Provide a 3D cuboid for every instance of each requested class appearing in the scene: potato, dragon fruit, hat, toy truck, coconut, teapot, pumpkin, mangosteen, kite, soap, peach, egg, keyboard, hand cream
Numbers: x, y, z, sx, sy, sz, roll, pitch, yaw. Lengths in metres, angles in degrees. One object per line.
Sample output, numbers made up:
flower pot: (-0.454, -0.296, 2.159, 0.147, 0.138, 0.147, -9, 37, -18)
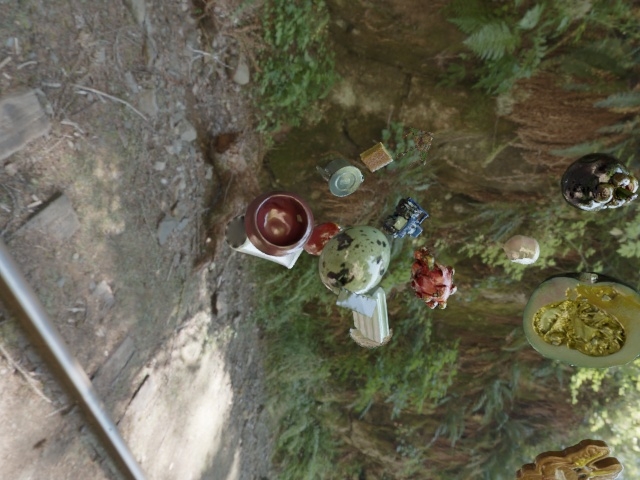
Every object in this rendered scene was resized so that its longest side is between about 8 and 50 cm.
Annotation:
potato: (0.282, 0.567, 2.451, 0.100, 0.261, 0.120, 135, -42, -77)
dragon fruit: (0.573, 0.200, 2.191, 0.243, 0.307, 0.227, -52, -173, 15)
hat: (-0.122, -0.048, 1.211, 0.089, 0.206, 0.205, -20, -128, 67)
toy truck: (0.311, -0.076, 1.503, 0.113, 0.126, 0.208, -54, 177, 25)
coconut: (0.731, 0.035, 1.534, 0.110, 0.125, 0.110, 8, 90, -84)
teapot: (0.098, -0.312, 1.957, 0.149, 0.239, 0.162, 60, -40, 44)
pumpkin: (0.760, 0.208, 1.199, 0.197, 0.293, 0.263, -10, 107, -55)
mangosteen: (1.222, -0.241, 1.819, 0.302, 0.275, 0.274, -129, -140, -55)
kite: (0.416, -0.410, 1.855, 0.244, 0.006, 0.197, -30, -108, 55)
soap: (0.257, 0.369, 2.173, 0.095, 0.173, 0.289, -31, 121, -39)
peach: (0.000, -0.005, 2.434, 0.158, 0.268, 0.154, -85, 153, -42)
egg: (0.155, 0.085, 1.836, 0.379, 0.288, 0.287, -30, 137, -41)
keyboard: (0.146, 0.254, 1.706, 0.015, 0.197, 0.074, 11, -101, 60)
hand cream: (-0.178, -0.002, 1.507, 0.359, 0.118, 0.185, 17, 104, -53)

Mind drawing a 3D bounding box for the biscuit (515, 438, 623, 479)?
biscuit: (0.753, 0.708, 1.281, 0.295, 0.186, 0.044, -35, -165, 22)

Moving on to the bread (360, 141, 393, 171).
bread: (0.212, -0.312, 1.575, 0.090, 0.094, 0.035, 41, 30, -41)
